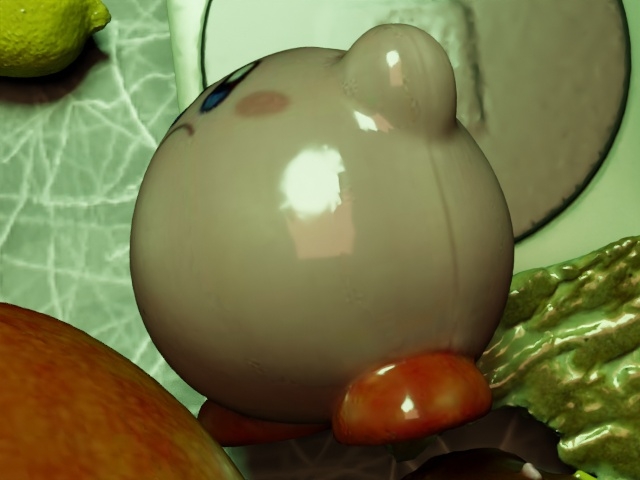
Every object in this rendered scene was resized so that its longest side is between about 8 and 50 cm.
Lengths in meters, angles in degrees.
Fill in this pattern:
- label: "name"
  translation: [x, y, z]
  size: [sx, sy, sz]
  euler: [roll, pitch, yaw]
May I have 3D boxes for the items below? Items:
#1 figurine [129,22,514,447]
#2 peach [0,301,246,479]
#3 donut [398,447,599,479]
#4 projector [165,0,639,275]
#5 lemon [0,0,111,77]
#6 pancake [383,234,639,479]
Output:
- label: "figurine"
  translation: [0.000, 0.000, 0.493]
  size: [0.173, 0.173, 0.173]
  euler: [0, 72, 1]
- label: "peach"
  translation: [-0.143, 0.179, 0.429]
  size: [0.308, 0.308, 0.332]
  euler: [-37, 46, -10]
- label: "donut"
  translation: [0.088, 0.204, 0.461]
  size: [0.096, 0.216, 0.230]
  euler: [-4, 65, 34]
- label: "projector"
  translation: [0.050, -0.094, 0.628]
  size: [0.257, 0.079, 0.259]
  euler: [-7, 82, -1]
- label: "lemon"
  translation: [-0.177, -0.134, 0.653]
  size: [0.111, 0.082, 0.082]
  euler: [12, 72, 1]
- label: "pancake"
  translation: [0.209, 0.092, 0.571]
  size: [0.376, 0.054, 0.197]
  euler: [11, 95, 0]
